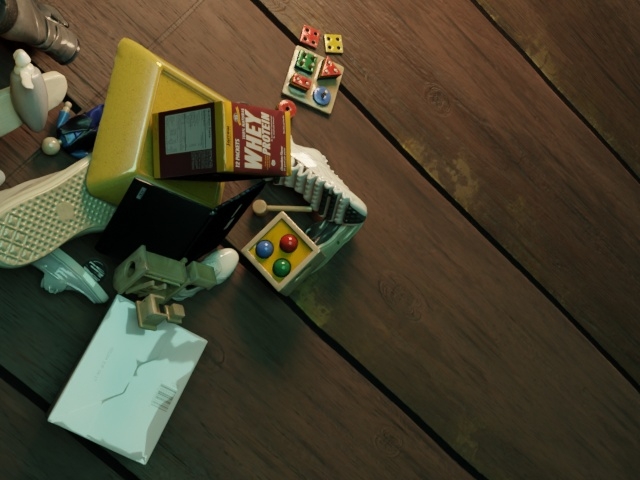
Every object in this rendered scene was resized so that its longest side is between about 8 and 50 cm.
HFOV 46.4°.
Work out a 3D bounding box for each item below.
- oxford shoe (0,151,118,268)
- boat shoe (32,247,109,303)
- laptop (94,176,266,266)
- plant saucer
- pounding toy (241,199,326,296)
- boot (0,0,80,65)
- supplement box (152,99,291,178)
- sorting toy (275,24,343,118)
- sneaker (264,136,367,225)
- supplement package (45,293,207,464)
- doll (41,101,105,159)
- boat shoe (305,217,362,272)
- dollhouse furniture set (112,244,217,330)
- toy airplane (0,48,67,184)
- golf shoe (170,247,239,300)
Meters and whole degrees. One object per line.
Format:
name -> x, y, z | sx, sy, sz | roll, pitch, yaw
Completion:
oxford shoe -> -0.486, -0.075, 1.466 | 0.449, 0.130, 0.169 | -34, 118, -47
boat shoe -> -0.529, 0.064, 1.492 | 0.227, 0.079, 0.081 | 41, 74, -5
laptop -> -0.278, -0.049, 1.498 | 0.136, 0.234, 0.264 | 47, 40, 5
plant saucer -> -0.295, -0.205, 1.547 | 0.332, 0.081, 0.333 | 25, 68, -49
pounding toy -> -0.087, -0.017, 1.643 | 0.181, 0.094, 0.206 | -44, 74, -1
boot -> -0.631, -0.501, 1.496 | 0.118, 0.222, 0.338 | -33, 73, 15
supplement box -> -0.190, -0.186, 1.457 | 0.191, 0.194, 0.129 | -2, 91, -52
sorting toy -> -0.010, -0.401, 1.807 | 0.132, 0.046, 0.275 | 22, 73, -19
sneaker -> -0.007, -0.144, 1.701 | 0.292, 0.110, 0.118 | 35, 53, 8
supplement package -> -0.382, 0.273, 1.474 | 0.204, 0.145, 0.262 | 30, 71, -14
doll -> -0.498, -0.234, 1.569 | 0.189, 0.046, 0.129 | -32, 103, -18
boat shoe -> 0.000, 0.000, 1.735 | 0.079, 0.084, 0.233 | 37, 72, 25
dollhouse furniture set -> -0.294, 0.122, 1.457 | 0.182, 0.101, 0.161 | 22, 40, -45
toy airplane -> -0.662, -0.198, 1.320 | 0.384, 0.272, 0.386 | 27, 77, -50
golf shoe -> -0.241, 0.071, 1.603 | 0.176, 0.086, 0.069 | -35, 93, -26
